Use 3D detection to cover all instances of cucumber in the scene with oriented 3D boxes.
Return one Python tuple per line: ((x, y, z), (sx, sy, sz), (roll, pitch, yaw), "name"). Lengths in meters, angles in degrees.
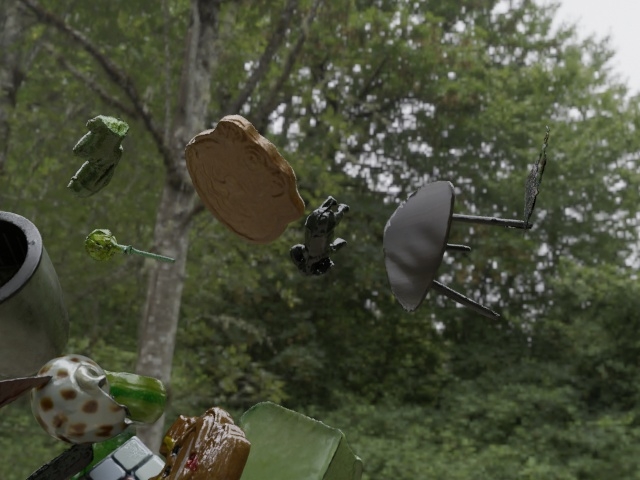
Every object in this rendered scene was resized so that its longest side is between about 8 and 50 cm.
((-0.523, 0.460, 1.662), (0.220, 0.046, 0.070), (-33, -16, -13), "cucumber")

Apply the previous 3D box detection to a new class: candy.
((-0.353, 0.020, 1.614), (0.194, 0.062, 0.058), (10, 13, 21), "candy")

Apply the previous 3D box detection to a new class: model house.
((-0.048, 0.402, 1.385), (0.195, 0.214, 0.189), (11, -28, 33), "model house")

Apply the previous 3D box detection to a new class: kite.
((0.460, -0.131, 1.844), (0.015, 0.152, 0.285), (6, -26, 7), "kite")

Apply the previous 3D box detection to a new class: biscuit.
((-0.190, 0.327, 1.264), (0.044, 0.186, 0.295), (30, -31, -22), "biscuit")
((-0.229, -0.162, 2.531), (0.365, 0.062, 0.385), (-27, -74, 45), "biscuit")

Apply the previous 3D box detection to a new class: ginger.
((-0.605, -0.224, 2.333), (0.137, 0.089, 0.290), (-31, -19, -39), "ginger")

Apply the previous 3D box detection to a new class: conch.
((-0.462, 0.304, 1.630), (0.149, 0.183, 0.275), (-30, 0, -18), "conch")

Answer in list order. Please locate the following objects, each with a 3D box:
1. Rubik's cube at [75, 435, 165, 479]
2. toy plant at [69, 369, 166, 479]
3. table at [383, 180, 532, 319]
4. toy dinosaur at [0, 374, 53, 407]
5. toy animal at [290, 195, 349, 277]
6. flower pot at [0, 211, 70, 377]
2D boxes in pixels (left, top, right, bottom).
((-0.368, 0.593, 1.689), (0.253, 0.256, 0.259), (36, -37, 29), "Rubik's cube")
((-0.461, 0.463, 1.968), (0.224, 0.316, 0.184), (21, -21, -31), "toy plant")
((0.330, 0.050, 2.105), (0.249, 0.317, 0.317), (14, -28, -22), "table")
((-0.554, 0.344, 1.403), (0.113, 0.206, 0.327), (14, 7, -2), "toy dinosaur")
((-0.005, 0.000, 2.207), (0.114, 0.146, 0.245), (15, -51, 21), "toy animal")
((-0.742, 0.148, 2.014), (0.293, 0.293, 0.330), (0, -42, 7), "flower pot")
